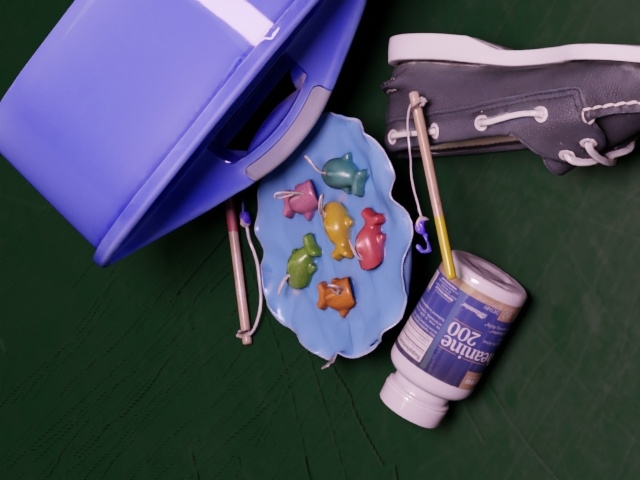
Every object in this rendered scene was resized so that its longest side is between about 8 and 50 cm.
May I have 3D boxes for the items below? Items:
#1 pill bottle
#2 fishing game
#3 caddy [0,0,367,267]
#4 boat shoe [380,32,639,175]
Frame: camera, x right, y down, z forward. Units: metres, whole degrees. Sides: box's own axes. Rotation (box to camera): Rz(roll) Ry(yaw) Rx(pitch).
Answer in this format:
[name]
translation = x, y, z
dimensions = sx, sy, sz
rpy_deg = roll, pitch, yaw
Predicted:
[pill bottle]
translation = 0.092, 0.073, 1.356
dimensions = 0.067, 0.067, 0.120
rpy_deg = 37, 106, 30
[fishing game]
translation = 0.000, 0.000, 1.395
dimensions = 0.264, 0.041, 0.189
rpy_deg = -15, 81, 52
[caddy]
translation = -0.081, -0.131, 1.383
dimensions = 0.179, 0.241, 0.341
rpy_deg = 41, 111, 0
[boat shoe]
translation = 0.169, -0.090, 1.300
dimensions = 0.302, 0.114, 0.091
rpy_deg = 7, 90, 47
